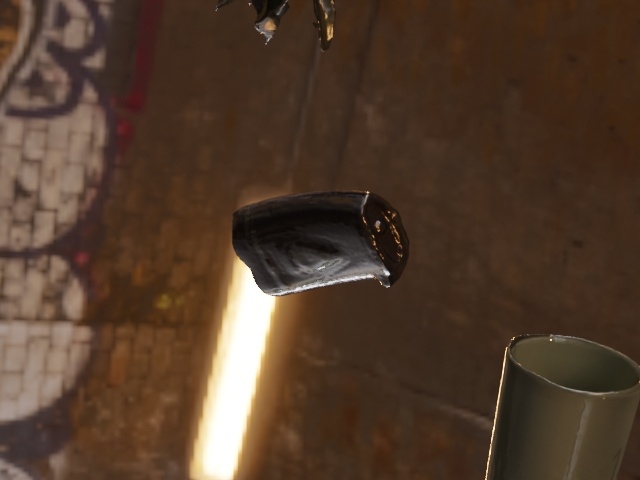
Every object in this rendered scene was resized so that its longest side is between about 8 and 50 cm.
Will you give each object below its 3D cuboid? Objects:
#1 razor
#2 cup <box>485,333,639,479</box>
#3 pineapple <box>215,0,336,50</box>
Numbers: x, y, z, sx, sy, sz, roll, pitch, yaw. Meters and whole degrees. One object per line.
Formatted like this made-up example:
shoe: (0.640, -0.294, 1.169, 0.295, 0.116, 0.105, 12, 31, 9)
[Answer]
razor: (0.000, 0.000, 1.190, 0.148, 0.090, 0.054, -8, -141, 34)
cup: (0.095, 0.082, 0.578, 0.075, 0.054, 0.083, -60, 160, -70)
pineapple: (0.001, -0.358, 1.301, 0.165, 0.165, 0.365, -175, -88, -67)
